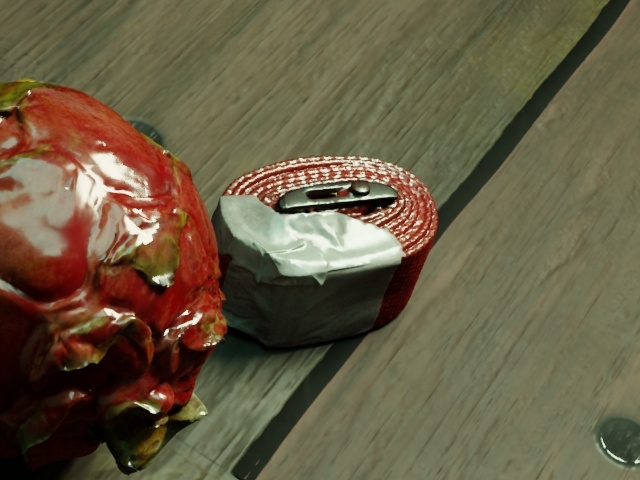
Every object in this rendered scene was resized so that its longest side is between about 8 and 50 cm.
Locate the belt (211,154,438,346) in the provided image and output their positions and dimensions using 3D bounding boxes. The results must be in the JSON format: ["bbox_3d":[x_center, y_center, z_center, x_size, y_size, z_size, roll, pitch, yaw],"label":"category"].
[{"bbox_3d":[0.000,0.000,1.551,0.201,0.124,0.128,-10,52,-27],"label":"belt"}]

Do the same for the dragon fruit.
[{"bbox_3d":[-0.220,0.021,1.362,0.342,0.277,0.277,40,49,12],"label":"dragon fruit"}]

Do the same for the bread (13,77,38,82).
[{"bbox_3d":[-0.247,-0.103,1.612,0.083,0.046,0.081,1,44,-15],"label":"bread"}]
